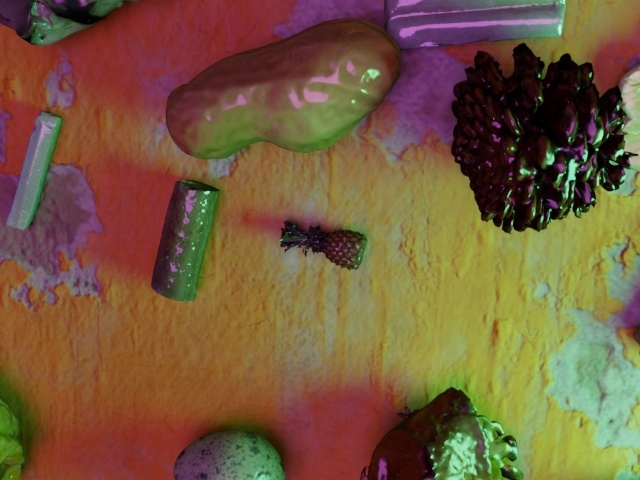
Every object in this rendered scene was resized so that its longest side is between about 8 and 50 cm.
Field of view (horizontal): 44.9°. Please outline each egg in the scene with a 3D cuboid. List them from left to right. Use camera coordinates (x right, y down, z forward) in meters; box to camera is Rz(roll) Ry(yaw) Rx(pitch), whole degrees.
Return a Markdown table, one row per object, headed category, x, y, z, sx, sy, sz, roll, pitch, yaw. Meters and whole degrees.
| category | x | y | z | sx | sy | sz | roll | pitch | yaw |
| --- | --- | --- | --- | --- | --- | --- | --- | --- | --- |
| egg | -0.134 | 0.342 | 1.126 | 0.172 | 0.132 | 0.132 | 4 | 105 | 23 |

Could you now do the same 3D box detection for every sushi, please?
| category | x | y | z | sx | sy | sz | roll | pitch | yaw |
| --- | --- | --- | --- | --- | --- | --- | --- | --- | --- |
| sushi | -0.305 | -0.338 | 0.991 | 0.332 | 0.130 | 0.124 | -20 | 99 | 16 |
| sushi | 0.166 | 0.348 | 1.063 | 0.166 | 0.179 | 0.297 | -8 | 84 | 41 |

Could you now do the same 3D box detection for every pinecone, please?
| category | x | y | z | sx | sy | sz | roll | pitch | yaw |
| --- | --- | --- | --- | --- | --- | --- | --- | --- | --- |
| pinecone | 0.256 | -0.118 | 0.905 | 0.221 | 0.221 | 0.222 | 3 | 104 | 10 |

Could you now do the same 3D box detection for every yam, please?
| category | x | y | z | sx | sy | sz | roll | pitch | yaw |
| --- | --- | --- | --- | --- | --- | --- | --- | --- | --- |
| yam | -0.192 | -0.002 | 1.085 | 0.068 | 0.068 | 0.170 | 16 | 106 | 7 |

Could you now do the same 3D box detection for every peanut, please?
| category | x | y | z | sx | sy | sz | roll | pitch | yaw |
| --- | --- | --- | --- | --- | --- | --- | --- | --- | --- |
| peanut | -0.049 | -0.177 | 0.979 | 0.318 | 0.147 | 0.148 | -15 | 100 | 15 |

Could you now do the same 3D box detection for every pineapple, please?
| category | x | y | z | sx | sy | sz | roll | pitch | yaw |
| --- | --- | --- | --- | --- | --- | --- | --- | --- | --- |
| pineapple | 0.000 | 0.000 | 1.055 | 0.124 | 0.058 | 0.058 | 17 | 106 | 8 |

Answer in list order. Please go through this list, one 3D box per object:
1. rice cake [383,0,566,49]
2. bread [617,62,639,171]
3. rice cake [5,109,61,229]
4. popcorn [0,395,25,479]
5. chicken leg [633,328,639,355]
| category | x | y | z | sx | sy | sz | roll | pitch | yaw |
| --- | --- | --- | --- | --- | --- | --- | --- | --- | --- |
| rice cake | 0.189 | -0.283 | 0.956 | 0.226 | 0.040 | 0.085 | -2 | 103 | 11 |
| bread | 0.485 | -0.168 | 0.928 | 0.250 | 0.039 | 0.182 | 1 | 103 | 11 |
| rice cake | -0.419 | -0.101 | 1.123 | 0.042 | 0.030 | 0.180 | 22 | 107 | -1 |
| popcorn | -0.565 | 0.320 | 1.181 | 0.225 | 0.174 | 0.286 | -9 | 97 | 6 |
| chicken leg | 0.472 | 0.083 | 0.975 | 0.125 | 0.080 | 0.196 | 15 | 106 | 20 |
